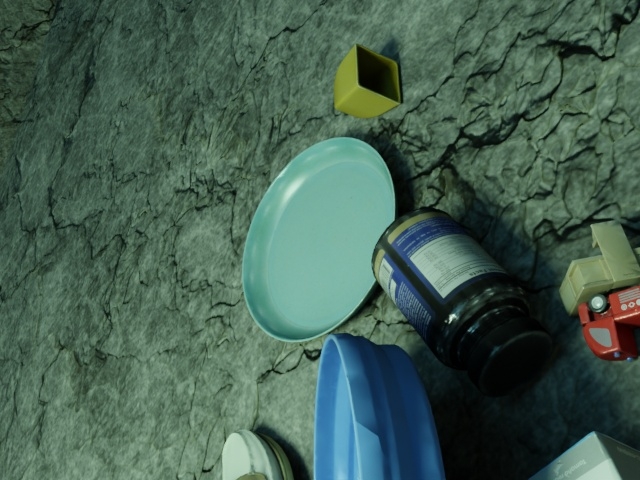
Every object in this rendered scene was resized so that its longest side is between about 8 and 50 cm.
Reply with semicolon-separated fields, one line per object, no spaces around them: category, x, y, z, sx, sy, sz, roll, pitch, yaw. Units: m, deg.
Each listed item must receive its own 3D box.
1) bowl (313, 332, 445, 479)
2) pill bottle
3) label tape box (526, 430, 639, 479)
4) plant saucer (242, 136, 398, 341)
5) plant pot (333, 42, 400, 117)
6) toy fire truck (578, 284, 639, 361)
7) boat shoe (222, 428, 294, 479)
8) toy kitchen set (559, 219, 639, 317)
bowl;0.049;0.286;0.726;0.391;0.077;0.391;179;90;-84
pill bottle;0.157;0.068;0.840;0.123;0.123;0.219;-52;42;16
label tape box;0.218;0.367;0.572;0.249;0.115;0.347;-48;28;26
plant saucer;0.000;0.000;1.107;0.318;0.044;0.317;-22;57;39
plant pot;0.062;-0.231;1.124;0.083;0.081;0.081;-33;49;47
toy fire truck;0.342;0.096;0.684;0.192;0.047;0.135;-26;55;38
boat shoe;-0.095;0.355;0.961;0.113;0.103;0.302;-65;27;19
toy kitchen set;0.297;0.028;0.778;0.083;0.075;0.068;-10;60;0
